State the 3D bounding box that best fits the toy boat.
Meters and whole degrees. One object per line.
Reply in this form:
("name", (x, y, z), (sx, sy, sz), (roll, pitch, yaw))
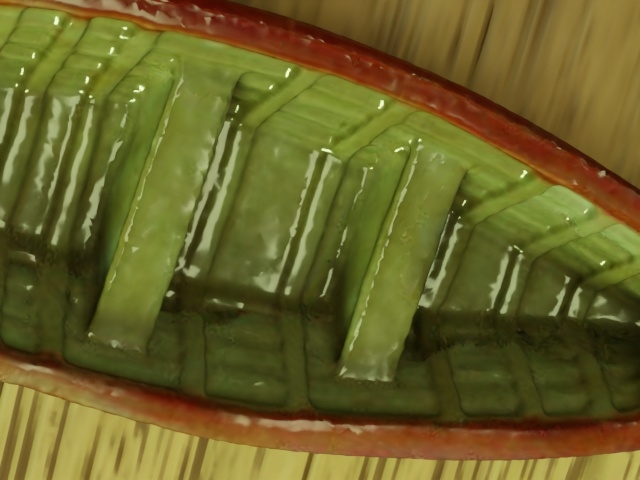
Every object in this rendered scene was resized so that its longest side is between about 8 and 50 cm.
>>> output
("toy boat", (0.000, 0.000, 0.590), (0.392, 0.079, 0.136), (14, 103, -27))
